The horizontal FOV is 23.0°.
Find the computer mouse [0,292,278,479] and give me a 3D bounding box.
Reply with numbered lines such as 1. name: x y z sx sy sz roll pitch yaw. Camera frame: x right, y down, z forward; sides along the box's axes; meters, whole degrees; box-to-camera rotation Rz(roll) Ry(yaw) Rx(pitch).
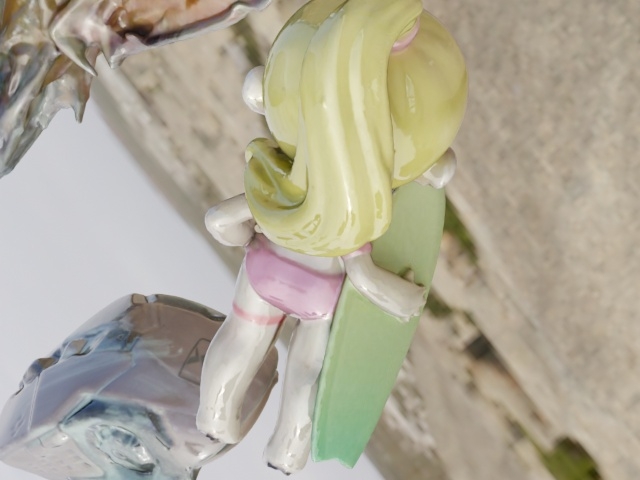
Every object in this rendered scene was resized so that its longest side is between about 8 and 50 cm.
1. computer mouse: -0.193 0.126 1.396 0.389 0.199 0.115 -8 127 42

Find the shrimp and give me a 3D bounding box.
1. shrimp: -0.083 -0.139 0.740 0.062 0.316 0.164 0 -142 -51

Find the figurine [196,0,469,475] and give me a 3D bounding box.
1. figurine: 0.000 0.000 0.500 0.083 0.187 0.083 16 -152 -9
